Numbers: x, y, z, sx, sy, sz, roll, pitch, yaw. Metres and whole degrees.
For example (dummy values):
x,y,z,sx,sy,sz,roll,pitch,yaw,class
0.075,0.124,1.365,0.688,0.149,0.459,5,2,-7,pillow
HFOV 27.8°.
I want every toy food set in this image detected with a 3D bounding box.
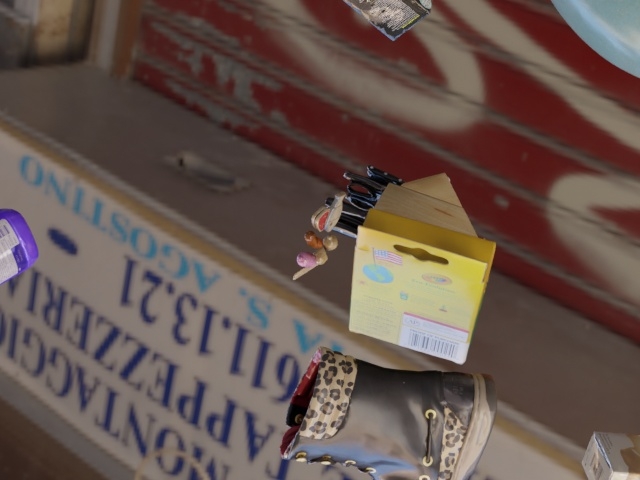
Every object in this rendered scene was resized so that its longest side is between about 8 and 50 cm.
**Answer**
x,y,z,sx,sy,sz,roll,pitch,yaw,class
0.000,0.000,1.655,0.019,0.122,0.078,37,-135,23,toy food set

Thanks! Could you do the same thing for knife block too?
x,y,z,sx,sy,sz,roll,pitch,yaw,class
0.135,-0.019,2.313,0.242,0.088,0.275,-16,-128,-8,knife block

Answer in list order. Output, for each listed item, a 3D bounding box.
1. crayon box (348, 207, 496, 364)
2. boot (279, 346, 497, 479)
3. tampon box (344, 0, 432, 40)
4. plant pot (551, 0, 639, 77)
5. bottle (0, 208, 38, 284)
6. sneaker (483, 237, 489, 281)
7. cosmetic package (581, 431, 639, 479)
x,y,z,sx,sy,sz,roll,pitch,yaw,class
0.154,0.062,1.994,0.202,0.318,0.081,17,-120,8,crayon box
0.077,0.337,1.953,0.284,0.377,0.138,16,-155,-12,boot
0.117,-0.469,2.343,0.161,0.101,0.120,35,-136,-25,tampon box
0.449,-0.307,1.614,0.290,0.290,0.195,-5,-117,-31,plant pot
-0.617,0.052,2.186,0.283,0.118,0.092,-36,-154,-35,bottle
0.294,0.034,2.467,0.051,0.089,0.170,-10,-176,0,sneaker
0.304,0.210,1.176,0.115,0.041,0.060,5,-150,-13,cosmetic package
